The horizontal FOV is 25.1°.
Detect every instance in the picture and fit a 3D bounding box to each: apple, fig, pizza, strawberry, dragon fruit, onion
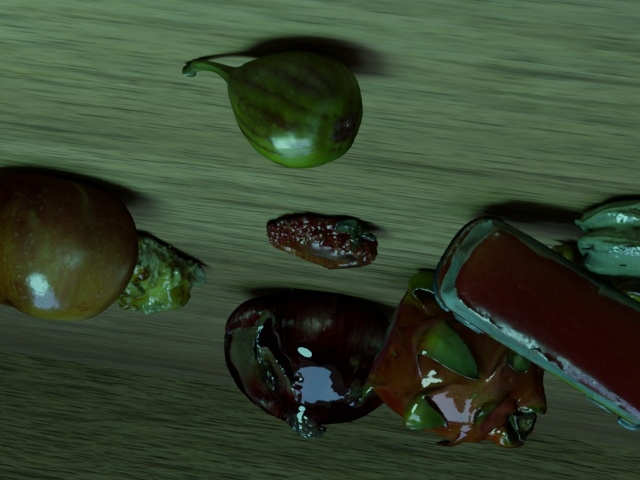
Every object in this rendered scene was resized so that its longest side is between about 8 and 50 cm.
[{"bbox_3d":[-0.306,0.013,1.633,0.201,0.162,0.201,7,167,2],"label":"apple"},{"bbox_3d":[-0.049,-0.100,1.086,0.166,0.093,0.093,6,167,23],"label":"fig"},{"bbox_3d":[-0.286,0.049,1.981,0.223,0.089,0.323,23,163,-37],"label":"pizza"},{"bbox_3d":[0.000,0.003,1.625,0.152,0.048,0.104,-7,157,43],"label":"strawberry"},{"bbox_3d":[0.178,0.157,1.820,0.227,0.224,0.224,15,168,2],"label":"dragon fruit"},{"bbox_3d":[-0.021,0.195,2.102,0.272,0.195,0.272,8,140,7],"label":"onion"}]

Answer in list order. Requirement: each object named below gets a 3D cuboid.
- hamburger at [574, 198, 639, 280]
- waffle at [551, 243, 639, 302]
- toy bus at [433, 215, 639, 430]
[{"bbox_3d":[0.305,0.003,1.348,0.133,0.062,0.140,10,167,-9],"label":"hamburger"},{"bbox_3d":[0.403,0.064,1.546,0.259,0.069,0.293,2,167,35],"label":"waffle"},{"bbox_3d":[0.235,0.075,1.408,0.265,0.121,0.120,32,-178,7],"label":"toy bus"}]
